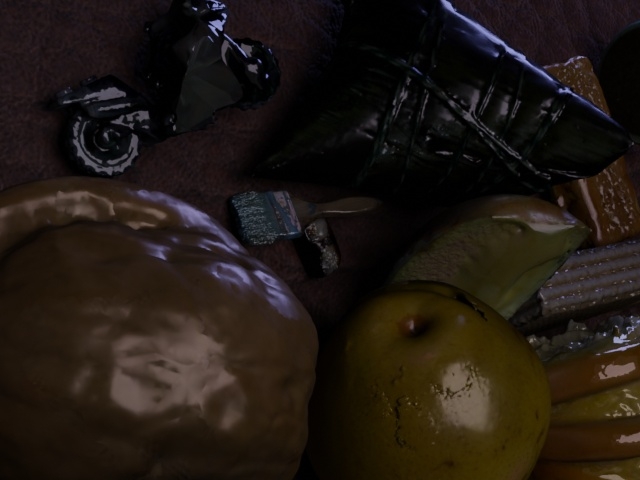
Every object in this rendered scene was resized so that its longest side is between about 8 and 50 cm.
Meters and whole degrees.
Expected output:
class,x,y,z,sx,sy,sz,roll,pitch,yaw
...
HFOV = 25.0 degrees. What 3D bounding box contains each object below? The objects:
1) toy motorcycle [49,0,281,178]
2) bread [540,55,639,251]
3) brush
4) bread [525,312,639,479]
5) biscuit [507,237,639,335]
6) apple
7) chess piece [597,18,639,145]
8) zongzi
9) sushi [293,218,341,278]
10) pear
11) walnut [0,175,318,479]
class,x,y,z,sx,sy,sz,roll,pitch,yaw
toy motorcycle,-0.170,-0.178,1.555,0.270,0.106,0.159,-27,96,-29
bread,0.353,-0.115,1.997,0.139,0.077,0.270,-23,95,-37
brush,-0.011,-0.034,1.678,0.196,0.021,0.070,-6,63,-29
bread,0.375,0.216,1.799,0.316,0.211,0.270,-8,75,-45
biscuit,0.389,0.056,1.954,0.426,0.144,0.078,-9,74,-39
apple,0.166,0.022,1.728,0.193,0.265,0.120,13,43,-30
chess piece,0.558,-0.244,2.140,0.299,0.195,0.194,-15,91,-50
zongzi,0.105,-0.128,1.717,0.383,0.319,0.362,41,65,-5
sushi,0.000,0.000,1.699,0.046,0.044,0.083,-28,99,-37
pear,0.115,0.209,1.638,0.285,0.336,0.285,10,38,-8
walnut,-0.195,0.127,1.317,0.384,0.384,0.383,9,76,-39
